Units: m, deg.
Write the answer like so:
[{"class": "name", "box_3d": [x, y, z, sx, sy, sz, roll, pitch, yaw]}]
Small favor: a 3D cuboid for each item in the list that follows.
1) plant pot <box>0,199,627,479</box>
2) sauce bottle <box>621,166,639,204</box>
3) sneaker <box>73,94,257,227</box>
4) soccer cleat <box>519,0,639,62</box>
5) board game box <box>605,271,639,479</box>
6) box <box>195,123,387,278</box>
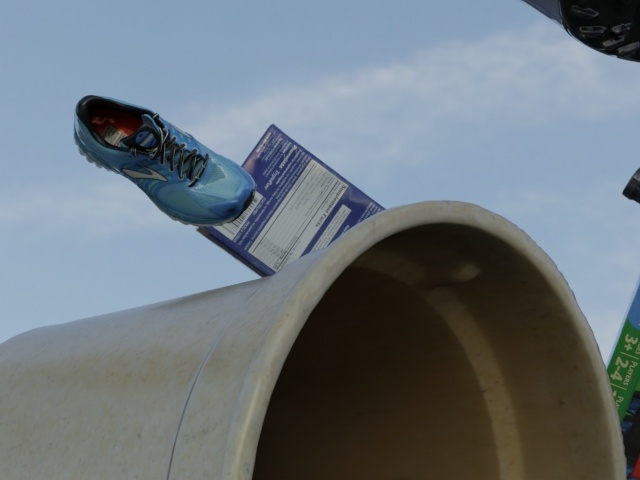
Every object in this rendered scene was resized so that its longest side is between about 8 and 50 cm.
[{"class": "plant pot", "box_3d": [-0.046, 0.155, 0.891, 0.305, 0.333, 0.334, -5, -24, 40]}, {"class": "sauce bottle", "box_3d": [0.292, -0.011, 1.248, 0.128, 0.042, 0.042, 32, -21, 12]}, {"class": "sneaker", "box_3d": [-0.126, -0.063, 1.251, 0.162, 0.063, 0.073, 25, -14, 10]}, {"class": "soccer cleat", "box_3d": [0.118, -0.199, 0.980, 0.318, 0.116, 0.108, 17, -71, -29]}, {"class": "board game box", "box_3d": [0.286, 0.120, 1.059, 0.211, 0.039, 0.160, 19, -65, 7]}, {"class": "box", "box_3d": [0.000, 0.000, 1.679, 0.225, 0.136, 0.036, 36, -15, -5]}]
